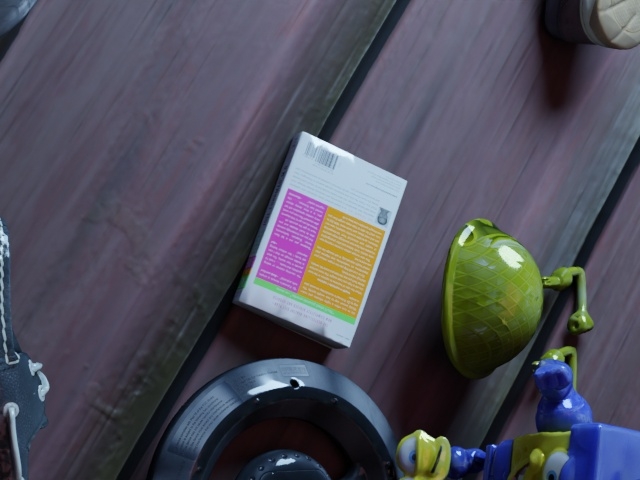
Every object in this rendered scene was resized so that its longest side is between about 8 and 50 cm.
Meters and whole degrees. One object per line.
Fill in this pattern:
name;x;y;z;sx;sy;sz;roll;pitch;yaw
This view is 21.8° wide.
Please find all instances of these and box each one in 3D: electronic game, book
electronic game;-0.030;0.203;1.253;0.229;0.048;0.229;2;86;-32
book;0.000;0.000;1.294;0.096;0.035;0.144;25;75;-17

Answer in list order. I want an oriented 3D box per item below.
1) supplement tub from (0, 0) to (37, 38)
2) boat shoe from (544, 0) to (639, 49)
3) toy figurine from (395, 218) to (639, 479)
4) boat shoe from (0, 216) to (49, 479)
supplement tub;-0.274;-0.188;1.029;0.194;0.316;0.193;2;84;-25
boat shoe;0.253;-0.297;1.399;0.103;0.092;0.285;22;79;-45
toy figurine;0.198;0.166;1.250;0.191;0.217;0.362;16;78;-34
boat shoe;-0.233;0.124;1.140;0.091;0.114;0.302;5;95;-23
